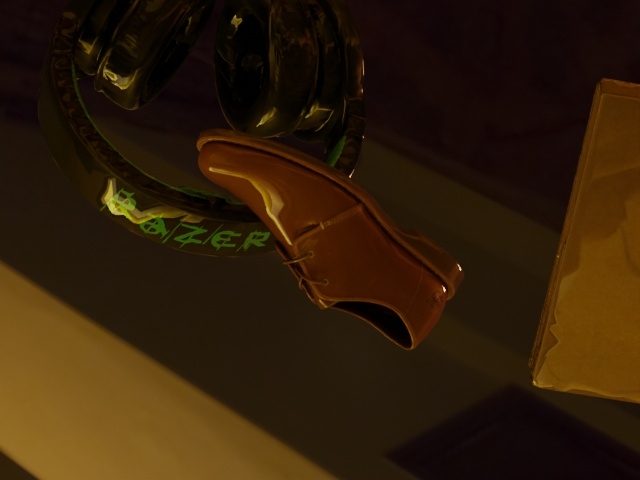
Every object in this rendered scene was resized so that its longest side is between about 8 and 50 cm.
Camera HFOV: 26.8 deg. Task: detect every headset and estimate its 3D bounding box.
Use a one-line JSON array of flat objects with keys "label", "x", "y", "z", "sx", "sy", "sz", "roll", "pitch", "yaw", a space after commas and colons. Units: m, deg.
[{"label": "headset", "x": -0.076, "y": -0.175, "z": 1.035, "sx": 0.185, "sy": 0.243, "sz": 0.394, "roll": 122, "pitch": 156, "yaw": -46}]

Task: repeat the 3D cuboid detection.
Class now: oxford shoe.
[{"label": "oxford shoe", "x": 0.000, "y": 0.000, "z": 0.901, "sx": 0.076, "sy": 0.212, "sz": 0.076, "roll": -61, "pitch": 16, "yaw": -20}]

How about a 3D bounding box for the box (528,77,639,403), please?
[{"label": "box", "x": 0.214, "y": 0.015, "z": 0.641, "sx": 0.021, "sy": 0.201, "sz": 0.164, "roll": -77, "pitch": -4, "yaw": -61}]
